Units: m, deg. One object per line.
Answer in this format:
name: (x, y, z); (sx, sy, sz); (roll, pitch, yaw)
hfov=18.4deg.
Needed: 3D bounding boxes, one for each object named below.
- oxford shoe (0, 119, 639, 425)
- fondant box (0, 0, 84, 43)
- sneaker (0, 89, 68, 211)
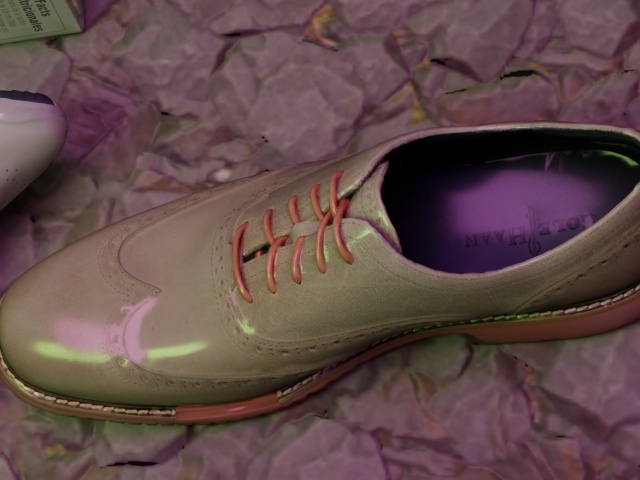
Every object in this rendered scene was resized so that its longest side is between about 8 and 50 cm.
oxford shoe: (0.000, 0.000, 1.079); (0.397, 0.146, 0.140); (-14, 67, 4)
fondant box: (-0.324, -0.232, 1.267); (0.330, 0.096, 0.238); (-7, 65, 5)
sneaker: (-0.223, 0.028, 1.134); (0.235, 0.094, 0.153); (-31, 66, -5)
